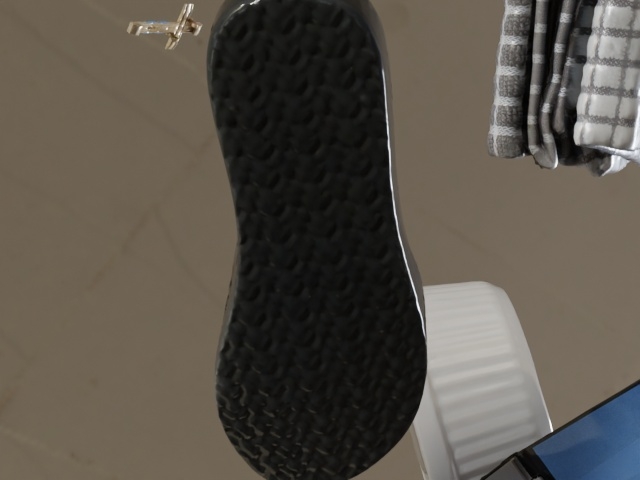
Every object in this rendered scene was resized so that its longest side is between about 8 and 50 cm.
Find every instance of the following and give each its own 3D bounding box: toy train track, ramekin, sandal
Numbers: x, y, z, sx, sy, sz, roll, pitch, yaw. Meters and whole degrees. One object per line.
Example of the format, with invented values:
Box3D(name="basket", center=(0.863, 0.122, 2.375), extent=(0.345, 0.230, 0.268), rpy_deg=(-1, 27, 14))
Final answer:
Box3D(name="toy train track", center=(-0.134, -0.185, 1.454), extent=(0.083, 0.014, 0.048), rpy_deg=(-7, -46, -47))
Box3D(name="ramekin", center=(0.149, 0.165, 1.643), extent=(0.127, 0.273, 0.273), rpy_deg=(-15, -50, 0))
Box3D(name="sandal", center=(0.002, -0.001, 1.272), extent=(0.167, 0.107, 0.446), rpy_deg=(2, -59, 4))

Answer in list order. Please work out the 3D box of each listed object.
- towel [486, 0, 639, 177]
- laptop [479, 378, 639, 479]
Box3D(name="towel", center=(0.183, -0.166, 1.071), extent=(0.121, 0.283, 0.235), rpy_deg=(10, -81, 20))
Box3D(name="laptop", center=(0.256, 0.354, 1.352), extent=(0.408, 0.382, 0.236), rpy_deg=(-35, -5, -13))
